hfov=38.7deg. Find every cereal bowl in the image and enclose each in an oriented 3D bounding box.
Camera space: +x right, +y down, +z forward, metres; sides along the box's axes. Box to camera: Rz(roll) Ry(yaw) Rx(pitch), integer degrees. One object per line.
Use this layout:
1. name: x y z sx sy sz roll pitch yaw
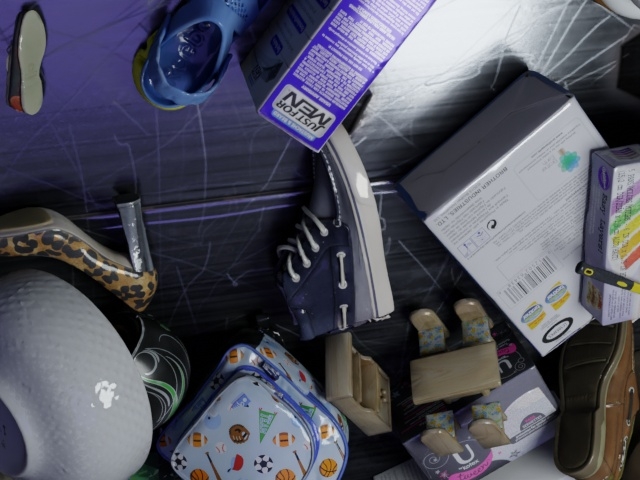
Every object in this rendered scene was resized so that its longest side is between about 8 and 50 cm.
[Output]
1. cereal bowl: -0.396 0.219 1.249 0.338 0.141 0.339 18 123 30

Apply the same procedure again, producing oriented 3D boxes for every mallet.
1. mallet: 0.439 0.057 1.257 0.189 0.039 0.062 25 109 -20

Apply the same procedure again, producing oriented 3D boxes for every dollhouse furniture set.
1. dollhouse furniture set: 0.149 0.204 1.397 0.242 0.212 0.161 -16 141 21

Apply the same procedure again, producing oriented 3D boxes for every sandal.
1. sandal: -0.130 -0.287 1.149 0.126 0.138 0.317 24 109 -19

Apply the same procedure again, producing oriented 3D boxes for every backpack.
1. backpack: -0.087 0.300 1.394 0.263 0.213 0.276 38 103 -10

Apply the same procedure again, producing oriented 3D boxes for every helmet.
1. helmet: -0.275 0.203 1.361 0.169 0.169 0.162 -30 131 5

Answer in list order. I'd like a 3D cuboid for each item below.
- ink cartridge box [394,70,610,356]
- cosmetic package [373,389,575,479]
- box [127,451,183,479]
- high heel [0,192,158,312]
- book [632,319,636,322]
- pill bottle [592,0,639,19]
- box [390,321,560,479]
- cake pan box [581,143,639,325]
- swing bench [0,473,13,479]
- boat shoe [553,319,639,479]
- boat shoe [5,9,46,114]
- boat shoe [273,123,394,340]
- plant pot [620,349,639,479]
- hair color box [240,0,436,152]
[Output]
1. ink cartridge box: 0.342 -0.014 1.373 0.270 0.151 0.395 -40 117 9
2. cosmetic package: 0.298 0.440 1.579 0.365 0.197 0.155 -25 119 4
3. box: -0.228 0.460 1.478 0.321 0.232 0.058 -1 157 -12
4. high heel: -0.367 0.044 1.299 0.261 0.093 0.186 -11 117 -11
5. book: 0.492 0.106 1.535 0.144 0.035 0.096 -37 115 9
6. pill bottle: 0.384 -0.366 1.125 0.162 0.278 0.162 -4 118 -8
7. box: 0.258 0.285 1.519 0.247 0.142 0.163 -31 118 6
8. cake pan box: 0.500 -0.025 1.285 0.245 0.070 0.267 -10 119 -11
9. swing bench: -0.547 0.403 1.360 0.165 0.253 0.255 22 112 -21
10. boat shoe: 0.449 0.243 1.460 0.104 0.110 0.307 31 67 -28
11. boat shoe: -0.386 -0.232 1.179 0.043 0.049 0.137 20 118 22
12. boat shoe: 0.000 0.000 1.325 0.158 0.127 0.341 -20 120 -9
13. plant pot: 0.615 0.330 1.533 0.323 0.280 0.323 -5 119 -9
14. hair color box: 0.044 -0.298 1.148 0.110 0.185 0.339 33 107 -26
